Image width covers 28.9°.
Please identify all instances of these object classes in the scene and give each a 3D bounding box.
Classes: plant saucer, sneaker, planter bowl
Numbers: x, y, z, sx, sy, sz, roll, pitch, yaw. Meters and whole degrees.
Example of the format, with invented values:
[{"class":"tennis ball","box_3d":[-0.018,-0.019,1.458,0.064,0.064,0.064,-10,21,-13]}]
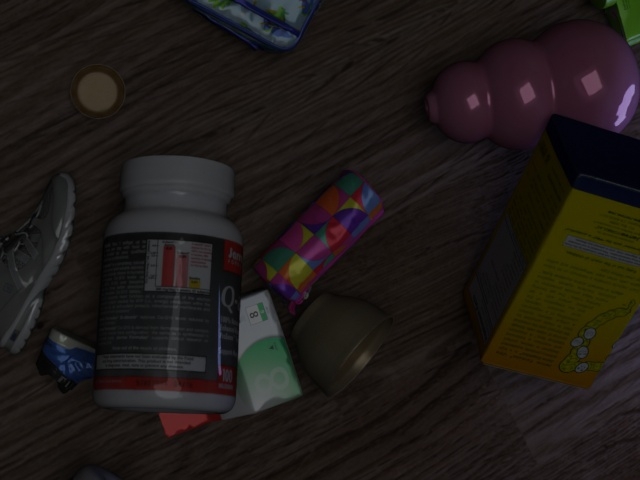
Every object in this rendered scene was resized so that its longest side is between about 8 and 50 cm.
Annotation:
[{"class":"plant saucer","box_3d":[-0.342,-0.228,1.907,0.083,0.015,0.083,-1,93,-13]},{"class":"sneaker","box_3d":[-0.444,0.024,1.848,0.115,0.105,0.281,23,88,-13]},{"class":"planter bowl","box_3d":[0.024,0.149,1.948,0.109,0.162,0.162,39,83,16]},{"class":"sneaker","box_3d":[-0.360,0.200,1.901,0.152,0.058,0.085,27,93,-20]}]

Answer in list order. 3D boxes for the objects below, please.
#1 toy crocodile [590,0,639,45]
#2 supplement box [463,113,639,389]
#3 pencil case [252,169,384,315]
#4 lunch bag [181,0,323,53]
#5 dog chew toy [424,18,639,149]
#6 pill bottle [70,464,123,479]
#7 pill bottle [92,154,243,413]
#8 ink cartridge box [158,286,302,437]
[{"class":"toy crocodile","box_3d":[0.469,-0.484,2.047,0.115,0.105,0.341,-26,103,-11]},{"class":"supplement box","box_3d":[0.387,0.021,1.917,0.195,0.194,0.357,15,121,-13]},{"class":"pencil case","box_3d":[0.000,0.000,1.954,0.104,0.104,0.236,43,84,-11]},{"class":"lunch bag","box_3d":[-0.105,-0.398,1.918,0.219,0.090,0.176,29,89,-11]},{"class":"dog chew toy","box_3d":[0.330,-0.236,1.975,0.331,0.206,0.207,-9,94,-4]},{"class":"pill bottle","box_3d":[-0.376,0.517,1.844,0.188,0.188,0.334,38,84,-12]},{"class":"pill bottle","box_3d":[-0.220,0.069,1.832,0.210,0.210,0.363,5,80,-13]},{"class":"ink cartridge box","box_3d":[-0.161,0.194,1.949,0.224,0.056,0.181,-19,96,-13]}]
